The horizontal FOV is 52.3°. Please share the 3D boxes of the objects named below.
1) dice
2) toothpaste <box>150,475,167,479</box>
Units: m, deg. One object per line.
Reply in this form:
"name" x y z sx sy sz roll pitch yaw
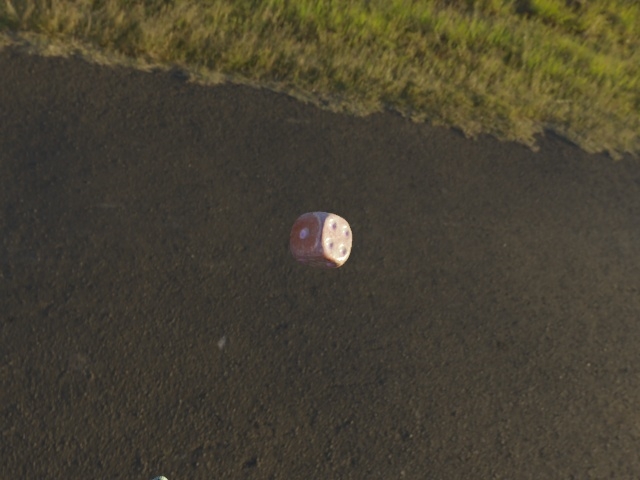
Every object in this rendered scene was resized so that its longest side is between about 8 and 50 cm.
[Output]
"dice" 0.000 0.000 1.281 0.091 0.094 0.093 24 69 -42
"toothpaste" -0.292 0.462 1.090 0.074 0.297 0.048 -39 93 -4
